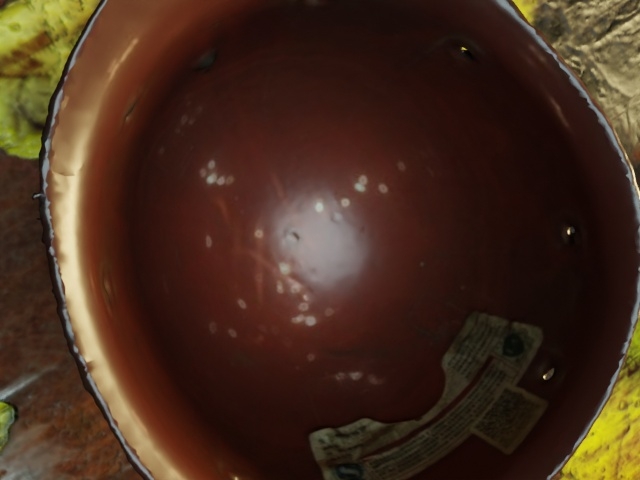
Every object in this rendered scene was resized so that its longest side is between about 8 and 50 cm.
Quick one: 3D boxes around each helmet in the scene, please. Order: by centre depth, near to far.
[{"bbox_3d":[0.000,0.000,0.516,0.338,0.230,0.385,-39,101,-9],"label":"helmet"}]
